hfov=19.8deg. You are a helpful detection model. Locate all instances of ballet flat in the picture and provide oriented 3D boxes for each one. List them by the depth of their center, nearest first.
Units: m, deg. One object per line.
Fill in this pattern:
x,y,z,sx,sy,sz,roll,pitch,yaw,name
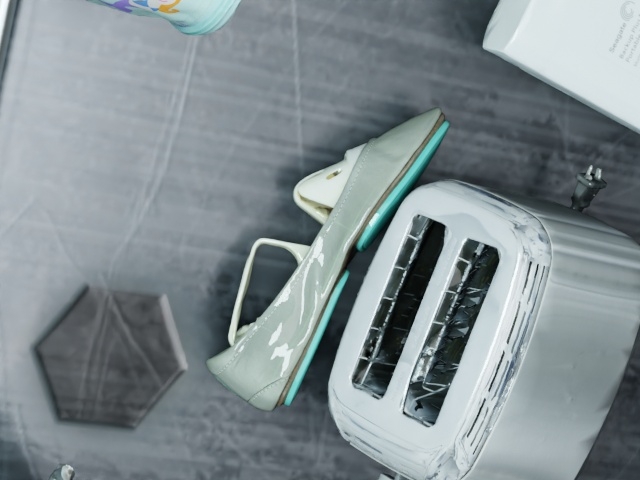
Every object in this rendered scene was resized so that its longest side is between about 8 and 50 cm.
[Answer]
0.000,0.000,1.103,0.068,0.072,0.213,30,87,4,ballet flat

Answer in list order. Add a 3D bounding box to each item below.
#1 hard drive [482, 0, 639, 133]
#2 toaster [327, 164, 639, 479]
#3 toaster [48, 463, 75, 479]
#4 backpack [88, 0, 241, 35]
0.270,-0.147,1.156,0.307,0.040,0.203,25,92,-27,hard drive
0.104,0.055,1.101,0.146,0.129,0.227,13,101,-52,toaster
-0.182,0.225,1.005,0.168,0.186,0.110,-31,78,-15,toaster
-0.056,-0.232,0.936,0.191,0.225,0.253,21,97,-21,backpack
